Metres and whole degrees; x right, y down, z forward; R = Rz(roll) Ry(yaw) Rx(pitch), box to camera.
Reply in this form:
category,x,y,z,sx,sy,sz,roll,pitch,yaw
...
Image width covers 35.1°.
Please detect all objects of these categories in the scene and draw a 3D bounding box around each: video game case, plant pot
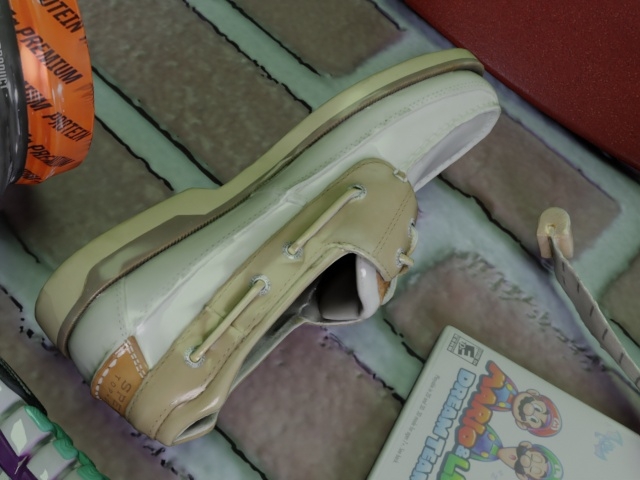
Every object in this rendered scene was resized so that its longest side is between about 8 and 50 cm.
category,x,y,z,sx,sy,sz,roll,pitch,yaw
video game case,0.100,0.138,0.544,0.143,0.019,0.157,30,51,5
plant pot,0.258,-0.211,0.713,0.267,0.267,0.235,-31,81,-33

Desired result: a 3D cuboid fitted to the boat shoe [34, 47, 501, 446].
category,x,y,z,sx,sy,sz,roll,pitch,yaw
boat shoe,0.000,0.000,0.563,0.302,0.113,0.103,-34,72,-23

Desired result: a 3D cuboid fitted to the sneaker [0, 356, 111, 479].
category,x,y,z,sx,sy,sz,roll,pitch,yaw
sneaker,-0.128,0.142,0.447,0.098,0.083,0.224,-43,70,-15

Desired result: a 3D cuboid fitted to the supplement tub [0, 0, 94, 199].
category,x,y,z,sx,sy,sz,roll,pitch,yaw
supplement tub,-0.289,-0.062,0.445,0.338,0.207,0.207,-22,64,-29

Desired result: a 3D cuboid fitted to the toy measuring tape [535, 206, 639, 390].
category,x,y,z,sx,sy,sz,roll,pitch,yaw
toy measuring tape,0.246,0.094,0.562,0.121,0.121,0.330,-11,55,-24
